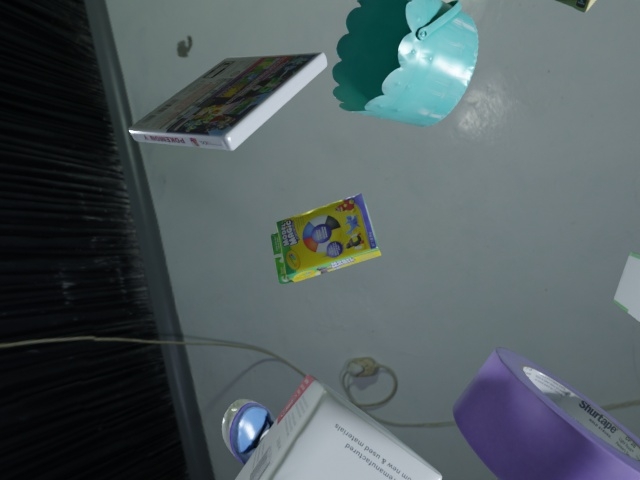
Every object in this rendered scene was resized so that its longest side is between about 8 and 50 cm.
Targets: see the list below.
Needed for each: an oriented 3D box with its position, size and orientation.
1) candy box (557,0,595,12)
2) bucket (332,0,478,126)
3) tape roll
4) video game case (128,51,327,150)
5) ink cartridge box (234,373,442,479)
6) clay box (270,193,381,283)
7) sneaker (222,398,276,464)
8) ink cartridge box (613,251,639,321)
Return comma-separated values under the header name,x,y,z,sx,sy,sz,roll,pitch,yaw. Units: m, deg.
name,x,y,z,sx,sy,sz,roll,pitch,yaw
candy box,0.427,-0.564,0.779,0.183,0.316,0.087,38,82,23
bucket,0.164,-0.369,0.942,0.281,0.183,0.280,-27,59,59
tape roll,0.233,0.196,0.460,0.189,0.189,0.080,35,101,21
video game case,-0.117,-0.184,0.600,0.184,0.023,0.201,13,49,35
ink cartridge box,-0.055,0.376,0.573,0.160,0.279,0.384,36,77,2
clay box,0.000,0.000,0.960,0.222,0.053,0.127,-18,65,10
sneaker,-0.063,0.499,1.065,0.237,0.130,0.322,3,129,36
ink cartridge box,0.746,0.124,0.868,0.290,0.211,0.121,16,99,16
